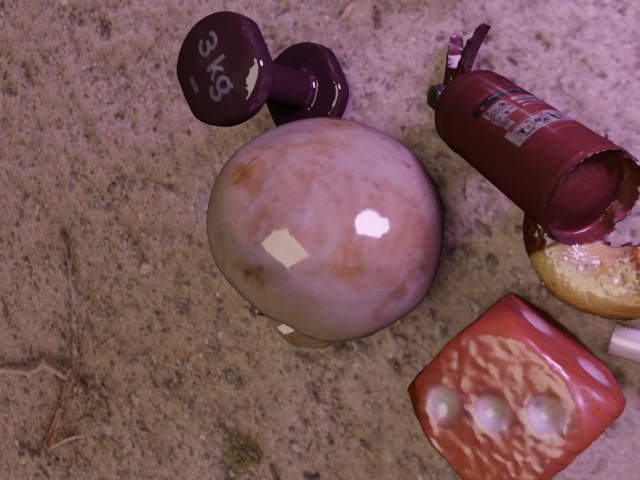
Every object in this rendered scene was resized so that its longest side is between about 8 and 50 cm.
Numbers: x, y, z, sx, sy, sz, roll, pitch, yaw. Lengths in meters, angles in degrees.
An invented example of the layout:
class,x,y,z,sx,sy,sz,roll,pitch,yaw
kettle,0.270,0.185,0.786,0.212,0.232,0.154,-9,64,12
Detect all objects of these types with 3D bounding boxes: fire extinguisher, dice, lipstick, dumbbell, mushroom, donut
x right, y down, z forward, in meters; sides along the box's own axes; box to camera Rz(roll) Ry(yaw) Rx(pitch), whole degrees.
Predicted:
class,x,y,z,sx,sy,sz,roll,pitch,yaw
fire extinguisher,0.212,-0.141,0.735,0.337,0.106,0.147,-120,44,-52
dice,0.221,0.173,0.755,0.174,0.175,0.179,-49,66,22
lipstick,0.394,0.129,0.733,0.131,0.038,0.038,16,100,27
dumbbell,-0.069,-0.209,0.867,0.124,0.225,0.140,-28,79,30
mushroom,0.000,0.000,0.835,0.297,0.297,0.290,47,147,19
donut,0.302,-0.001,0.752,0.141,0.085,0.217,-25,80,27
